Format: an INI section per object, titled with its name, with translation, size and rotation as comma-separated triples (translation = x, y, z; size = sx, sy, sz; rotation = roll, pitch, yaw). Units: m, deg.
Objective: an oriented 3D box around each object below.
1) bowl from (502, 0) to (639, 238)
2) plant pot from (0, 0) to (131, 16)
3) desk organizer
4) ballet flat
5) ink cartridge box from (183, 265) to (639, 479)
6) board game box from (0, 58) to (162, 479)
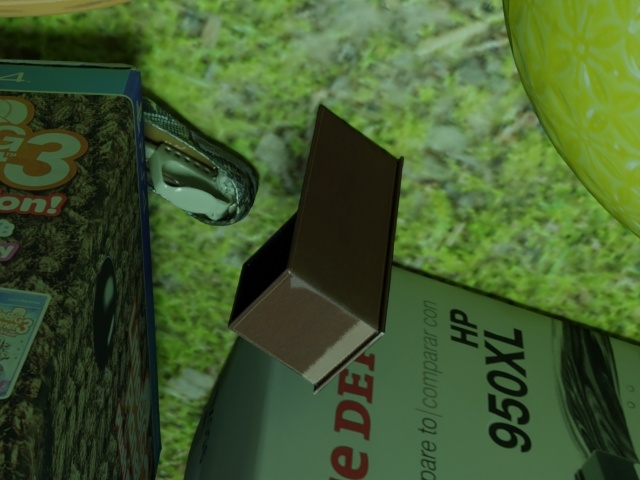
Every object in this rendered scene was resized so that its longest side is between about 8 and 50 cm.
[bowl]
translation = 0.217, -0.069, 0.603
size = 0.290, 0.156, 0.289
rotation = 3, 129, 3
[plant pot]
translation = -0.094, -0.241, 0.464
size = 0.291, 0.203, 0.290
rotation = 2, 128, 3
[desk organizer]
translation = 0.000, 0.000, 0.693
size = 0.050, 0.130, 0.047
rotation = 35, 123, -18
[ballet flat]
translation = -0.079, -0.041, 0.725
size = 0.114, 0.041, 0.041
rotation = 30, 125, -17
[ink cartridge box]
translation = 0.129, 0.192, 0.733
size = 0.395, 0.285, 0.166
rotation = 18, 126, -9
[board game box]
translation = -0.156, 0.097, 0.625
size = 0.141, 0.291, 0.232
rotation = 3, 127, 2
